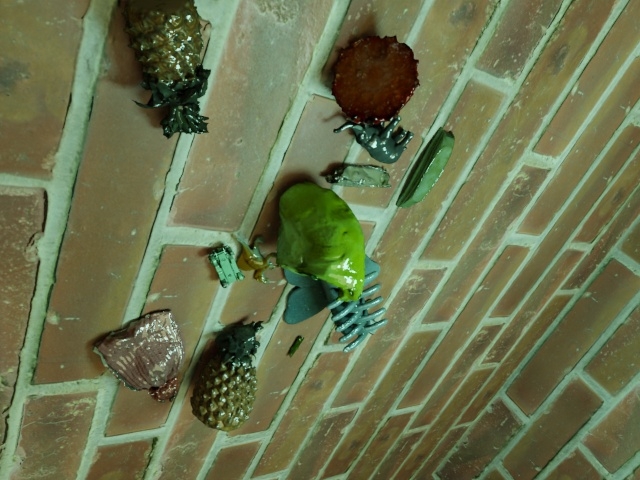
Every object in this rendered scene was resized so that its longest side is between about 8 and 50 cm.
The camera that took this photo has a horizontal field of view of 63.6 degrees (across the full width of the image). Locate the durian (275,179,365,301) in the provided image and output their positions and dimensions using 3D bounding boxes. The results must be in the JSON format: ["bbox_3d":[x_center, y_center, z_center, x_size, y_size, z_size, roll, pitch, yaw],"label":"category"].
[{"bbox_3d":[0.000,0.000,1.423,0.256,0.204,0.339,3,92,6],"label":"durian"}]

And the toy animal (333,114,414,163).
[{"bbox_3d":[0.161,-0.300,1.431,0.270,0.082,0.137,22,111,-45],"label":"toy animal"}]

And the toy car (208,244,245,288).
[{"bbox_3d":[-0.272,0.073,1.479,0.073,0.054,0.143,-26,136,-11],"label":"toy car"}]

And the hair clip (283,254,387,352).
[{"bbox_3d":[0.071,0.167,1.672,0.392,0.238,0.318,-27,135,-12],"label":"hair clip"}]

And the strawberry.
[{"bbox_3d":[0.153,-0.371,1.287,0.234,0.234,0.178,-47,158,9],"label":"strawberry"}]

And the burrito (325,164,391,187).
[{"bbox_3d":[0.114,-0.186,1.522,0.230,0.058,0.063,-1,131,-32],"label":"burrito"}]

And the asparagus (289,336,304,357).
[{"bbox_3d":[-0.092,0.393,1.912,0.025,0.021,0.108,13,119,-37],"label":"asparagus"}]

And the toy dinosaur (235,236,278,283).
[{"bbox_3d":[-0.202,0.053,1.525,0.212,0.057,0.142,30,126,-34],"label":"toy dinosaur"}]

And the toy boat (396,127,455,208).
[{"bbox_3d":[0.343,-0.216,1.656,0.093,0.055,0.293,9,120,-37],"label":"toy boat"}]

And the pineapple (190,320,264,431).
[{"bbox_3d":[-0.287,0.414,1.677,0.223,0.223,0.357,10,101,-40],"label":"pineapple"}]

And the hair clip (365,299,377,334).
[{"bbox_3d":[0.153,0.295,1.964,0.219,0.071,0.159,21,106,-51],"label":"hair clip"}]

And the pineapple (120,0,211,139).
[{"bbox_3d":[-0.306,-0.335,1.044,0.170,0.141,0.310,-25,144,-22],"label":"pineapple"}]

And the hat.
[{"bbox_3d":[-0.500,0.355,1.523,0.237,0.107,0.286,-26,113,-13],"label":"hat"}]
